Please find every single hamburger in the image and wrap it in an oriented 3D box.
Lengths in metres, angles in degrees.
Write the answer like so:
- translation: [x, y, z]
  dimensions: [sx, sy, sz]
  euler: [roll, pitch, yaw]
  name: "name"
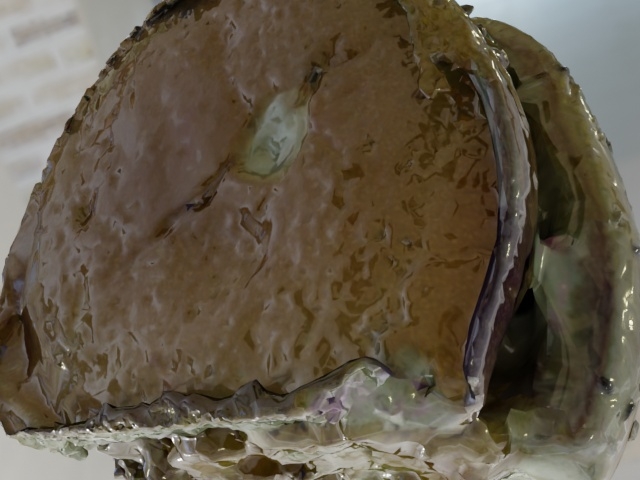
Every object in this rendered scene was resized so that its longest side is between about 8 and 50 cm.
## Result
- translation: [0.000, 0.000, 0.841]
  dimensions: [0.318, 0.195, 0.276]
  euler: [-6, -112, 41]
  name: "hamburger"
